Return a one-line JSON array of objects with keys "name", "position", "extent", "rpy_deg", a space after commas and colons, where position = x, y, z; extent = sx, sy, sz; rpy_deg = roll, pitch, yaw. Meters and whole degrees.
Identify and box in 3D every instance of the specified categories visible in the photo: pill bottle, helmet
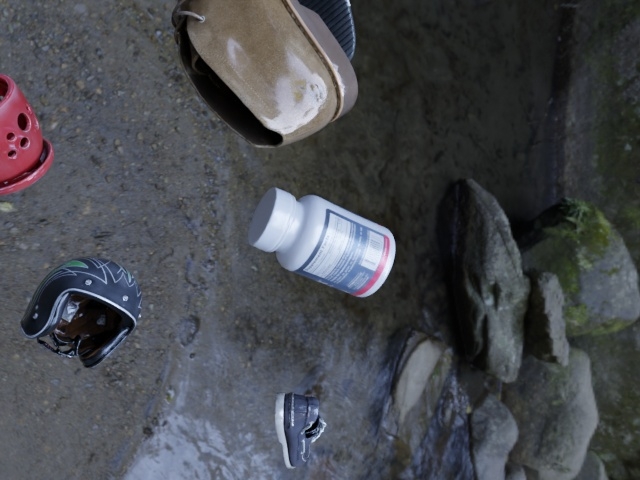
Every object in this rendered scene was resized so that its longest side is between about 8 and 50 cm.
[{"name": "pill bottle", "position": [0.000, 0.000, 0.652], "extent": [0.180, 0.108, 0.108], "rpy_deg": [23, 71, -23]}, {"name": "helmet", "position": [-0.377, 0.105, 0.785], "extent": [0.161, 0.169, 0.169], "rpy_deg": [-51, 122, -12]}]

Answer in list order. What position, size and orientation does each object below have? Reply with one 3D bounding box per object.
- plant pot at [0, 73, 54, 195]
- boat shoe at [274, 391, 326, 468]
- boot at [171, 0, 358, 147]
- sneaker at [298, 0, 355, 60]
[{"name": "plant pot", "position": [-0.626, -0.190, 0.911], "extent": [0.191, 0.191, 0.174], "rpy_deg": [-53, 151, -32]}, {"name": "boat shoe", "position": [-0.024, 0.286, 0.717], "extent": [0.206, 0.065, 0.075], "rpy_deg": [83, 4, -48]}, {"name": "boot", "position": [-0.099, -0.221, 0.444], "extent": [0.115, 0.112, 0.305], "rpy_deg": [-40, 92, -27]}, {"name": "sneaker", "position": [-0.016, -0.483, 0.901], "extent": [0.330, 0.122, 0.146], "rpy_deg": [62, 29, -11]}]
